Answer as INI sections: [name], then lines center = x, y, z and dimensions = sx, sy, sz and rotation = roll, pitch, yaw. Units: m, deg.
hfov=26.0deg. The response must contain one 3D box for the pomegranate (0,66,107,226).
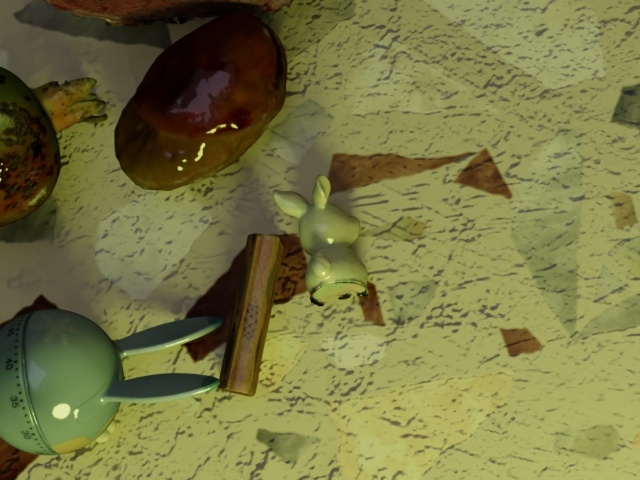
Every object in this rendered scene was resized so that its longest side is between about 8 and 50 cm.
[pomegranate]
center = -0.368, -0.112, 1.594
dimensions = 0.198, 0.246, 0.198
rotation = 20, 118, 42

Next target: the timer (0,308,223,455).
[timer]
center = -0.243, 0.159, 1.506
dimensions = 0.255, 0.175, 0.175
rotation = 8, 80, -8

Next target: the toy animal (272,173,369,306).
[toy animal]
center = 0.004, 0.001, 1.475
dimensions = 0.071, 0.085, 0.124
rotation = -22, 65, 33

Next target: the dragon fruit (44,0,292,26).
[dragon fruit]
center = -0.149, -0.384, 1.487
dimensions = 0.314, 0.296, 0.263
rotation = -2, 86, 29

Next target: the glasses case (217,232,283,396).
[glasses case]
center = -0.076, 0.079, 1.485
dimensions = 0.041, 0.064, 0.170
rotation = 11, 82, 4

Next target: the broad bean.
[broad bean]
center = -0.136, -0.153, 1.533
dimensions = 0.228, 0.122, 0.156
rotation = -38, 71, 5
